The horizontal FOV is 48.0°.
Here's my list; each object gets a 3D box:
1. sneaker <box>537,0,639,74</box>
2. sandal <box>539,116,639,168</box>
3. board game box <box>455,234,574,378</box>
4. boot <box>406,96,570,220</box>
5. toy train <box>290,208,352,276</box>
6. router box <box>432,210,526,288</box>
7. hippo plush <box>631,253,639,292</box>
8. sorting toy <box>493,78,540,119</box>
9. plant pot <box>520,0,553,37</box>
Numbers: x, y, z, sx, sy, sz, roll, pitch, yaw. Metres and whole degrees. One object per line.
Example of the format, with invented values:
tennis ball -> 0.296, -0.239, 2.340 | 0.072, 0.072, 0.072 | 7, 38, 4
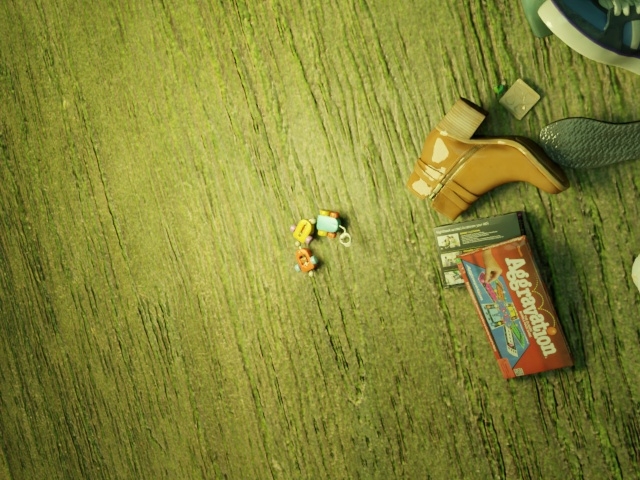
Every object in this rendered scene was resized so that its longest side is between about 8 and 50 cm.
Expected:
sneaker -> 0.542, -0.401, 1.165 | 0.236, 0.323, 0.130 | -57, 30, 38
sandal -> 0.541, -0.184, 1.339 | 0.255, 0.054, 0.097 | 1, 105, 16
board game box -> 0.388, 0.138, 1.433 | 0.145, 0.027, 0.281 | -19, 102, 27
boot -> 0.321, -0.120, 1.422 | 0.284, 0.109, 0.220 | 36, 116, 10
toy train -> 0.000, 0.000, 1.630 | 0.166, 0.046, 0.125 | -32, 84, 29
router box -> 0.331, 0.021, 1.468 | 0.179, 0.046, 0.133 | -10, 92, 26
hippo plush -> 0.687, 0.044, 1.241 | 0.294, 0.234, 0.236 | 48, 146, 28
sorting toy -> 0.383, -0.287, 1.416 | 0.083, 0.012, 0.062 | 44, 118, 10
plant pot -> 0.427, -0.523, 1.228 | 0.247, 0.252, 0.247 | -19, 88, 28
